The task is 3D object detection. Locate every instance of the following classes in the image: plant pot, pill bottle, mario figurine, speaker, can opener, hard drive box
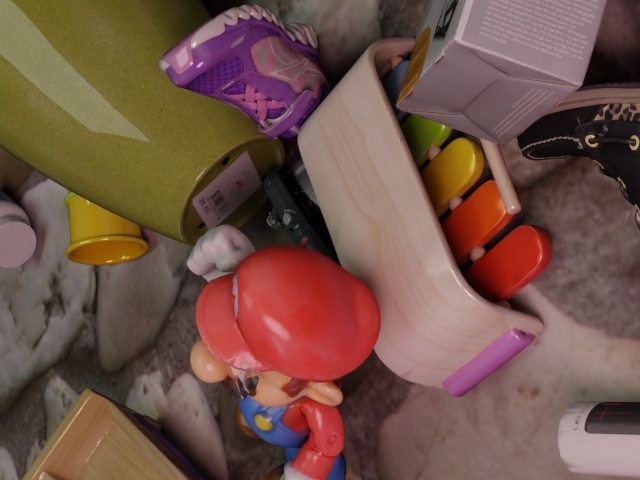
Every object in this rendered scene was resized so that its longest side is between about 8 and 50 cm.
[{"bbox_3d":[-0.181,-0.134,1.344,0.293,0.274,0.275,43,122,24],"label":"plant pot"},{"bbox_3d":[-0.442,-0.023,1.782,0.160,0.087,0.087,34,113,49],"label":"pill bottle"},{"bbox_3d":[-0.055,0.118,1.112,0.198,0.170,0.320,30,151,19],"label":"mario figurine"},{"bbox_3d":[0.232,0.139,0.925,0.136,0.055,0.055,-8,81,52],"label":"speaker"},{"bbox_3d":[0.000,0.000,1.231,0.073,0.059,0.186,-53,48,35],"label":"can opener"},{"bbox_3d":[0.142,-0.202,0.915,0.181,0.089,0.232,136,152,-77],"label":"hard drive box"}]

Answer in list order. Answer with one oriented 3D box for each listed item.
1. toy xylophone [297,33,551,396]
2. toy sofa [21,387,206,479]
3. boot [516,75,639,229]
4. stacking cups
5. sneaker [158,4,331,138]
[{"bbox_3d":[0.088,-0.041,1.101,0.236,0.081,0.323,-37,59,45],"label":"toy xylophone"},{"bbox_3d":[-0.143,0.310,1.347,0.362,0.177,0.150,31,87,49],"label":"toy sofa"},{"bbox_3d":[0.227,-0.021,0.921,0.236,0.085,0.179,-6,86,53],"label":"boot"},{"bbox_3d":[-0.267,-0.134,1.555,0.096,0.096,0.316,-28,66,48],"label":"stacking cups"},{"bbox_3d":[-0.053,-0.143,1.201,0.095,0.236,0.105,-27,81,24],"label":"sneaker"}]
